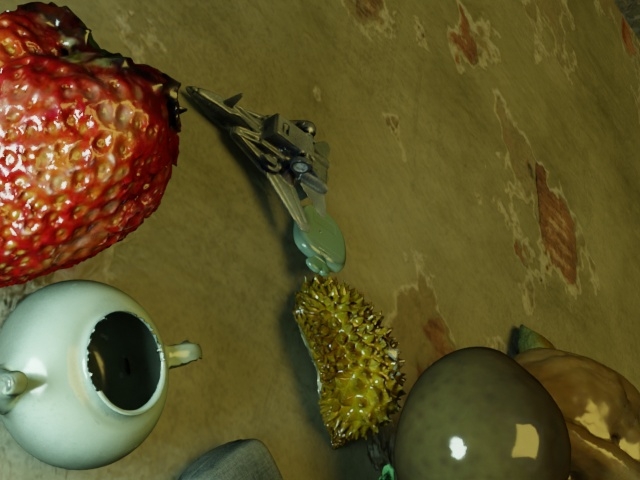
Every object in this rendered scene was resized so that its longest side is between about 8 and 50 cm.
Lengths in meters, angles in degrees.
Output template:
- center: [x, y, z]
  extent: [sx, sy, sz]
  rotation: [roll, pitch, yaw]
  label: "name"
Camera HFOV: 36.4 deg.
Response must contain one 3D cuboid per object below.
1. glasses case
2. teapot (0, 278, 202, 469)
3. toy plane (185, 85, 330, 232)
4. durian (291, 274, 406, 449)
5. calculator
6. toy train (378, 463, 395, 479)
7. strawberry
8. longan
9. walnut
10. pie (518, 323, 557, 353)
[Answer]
- center: [-0.066, 0.400, 1.156]
  extent: [0.131, 0.074, 0.323]
  rotation: [-29, 99, -55]
  label: "glasses case"
- center: [-0.234, 0.133, 0.987]
  extent: [0.294, 0.129, 0.193]
  rotation: [-2, 78, -56]
  label: "teapot"
- center: [-0.077, -0.152, 1.383]
  extent: [0.267, 0.088, 0.212]
  rotation: [40, 41, -39]
  label: "toy plane"
- center: [0.050, 0.155, 1.395]
  extent: [0.183, 0.138, 0.249]
  rotation: [-15, 82, -48]
  label: "durian"
- center: [0.000, 0.000, 1.446]
  extent: [0.095, 0.021, 0.153]
  rotation: [35, 27, -20]
  label: "calculator"
- center: [0.102, 0.405, 1.380]
  extent: [0.149, 0.081, 0.099]
  rotation: [55, 32, 4]
  label: "toy train"
- center: [-0.283, -0.074, 0.948]
  extent: [0.288, 0.250, 0.238]
  rotation: [-61, 163, -22]
  label: "strawberry"
- center: [0.218, 0.283, 1.351]
  extent: [0.258, 0.258, 0.258]
  rotation: [29, 52, -46]
  label: "longan"
- center: [0.379, 0.361, 1.602]
  extent: [0.384, 0.384, 0.383]
  rotation: [29, 52, -46]
  label: "walnut"
- center: [0.473, 0.305, 1.977]
  extent: [0.274, 0.105, 0.257]
  rotation: [59, 21, -24]
  label: "pie"
